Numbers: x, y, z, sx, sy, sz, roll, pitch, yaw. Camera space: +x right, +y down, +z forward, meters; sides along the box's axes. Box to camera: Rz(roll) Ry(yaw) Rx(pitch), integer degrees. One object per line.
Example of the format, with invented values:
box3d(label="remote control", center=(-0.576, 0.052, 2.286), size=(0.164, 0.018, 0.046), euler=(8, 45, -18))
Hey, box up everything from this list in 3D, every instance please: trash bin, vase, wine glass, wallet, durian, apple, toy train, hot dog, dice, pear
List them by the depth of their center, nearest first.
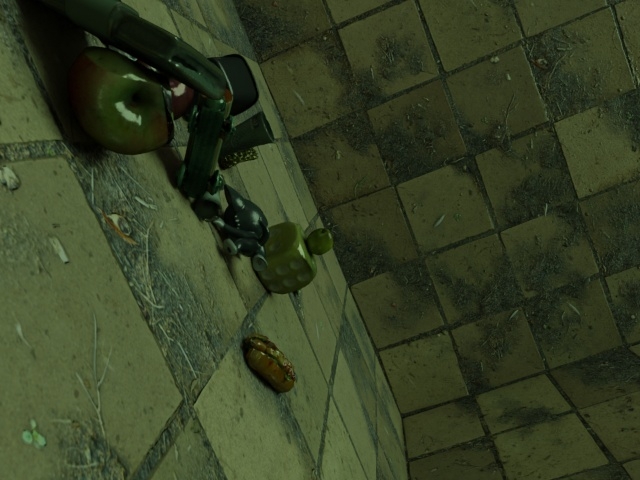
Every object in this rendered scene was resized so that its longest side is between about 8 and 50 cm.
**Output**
box3d(label="apple", center=(-0.363, -0.254, 0.985), size=(0.188, 0.173, 0.207), euler=(33, -6, 44))
box3d(label="wallet", center=(-0.363, -0.388, 1.003), size=(0.360, 0.083, 0.252), euler=(28, 4, 8))
box3d(label="apple", center=(-0.369, -0.341, 1.231), size=(0.120, 0.153, 0.153), euler=(-53, -133, 52))
box3d(label="toy train", center=(-0.279, -0.243, 1.314), size=(0.177, 0.116, 0.285), euler=(-99, -155, -50))
box3d(label="hot dog", center=(-0.124, 0.320, 1.417), size=(0.250, 0.076, 0.104), euler=(63, 12, -46))
box3d(label="wine glass", center=(-0.290, -0.118, 1.430), size=(0.155, 0.072, 0.072), euler=(-98, 164, -55))
box3d(label="vase", center=(-0.251, -0.290, 1.569), size=(0.096, 0.219, 0.096), euler=(-21, 90, -82))
box3d(label="trash bin", center=(-0.317, -0.466, 1.651), size=(0.290, 0.210, 0.182), euler=(-59, 129, -72))
box3d(label="pear", center=(0.000, 0.000, 1.737), size=(0.092, 0.097, 0.092), euler=(30, 29, -19))
box3d(label="dice", center=(-0.116, 0.056, 1.750), size=(0.169, 0.169, 0.166), euler=(-100, 165, -50))
box3d(label="durian", center=(-0.276, -0.305, 1.784), size=(0.186, 0.119, 0.108), euler=(-67, 139, -75))

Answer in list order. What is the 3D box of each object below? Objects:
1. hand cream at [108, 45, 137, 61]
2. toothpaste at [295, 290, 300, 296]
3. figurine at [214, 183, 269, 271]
box3d(label="hand cream", center=(-0.460, -0.453, 1.263), size=(0.257, 0.050, 0.084), euler=(51, 17, -54))
box3d(label="toothpaste", center=(-0.122, 0.099, 2.028), size=(0.078, 0.047, 0.248), euler=(-90, 159, -61))
box3d(label="figurine", center=(-0.212, -0.031, 1.506), size=(0.193, 0.140, 0.265), euler=(39, 2, -37))
